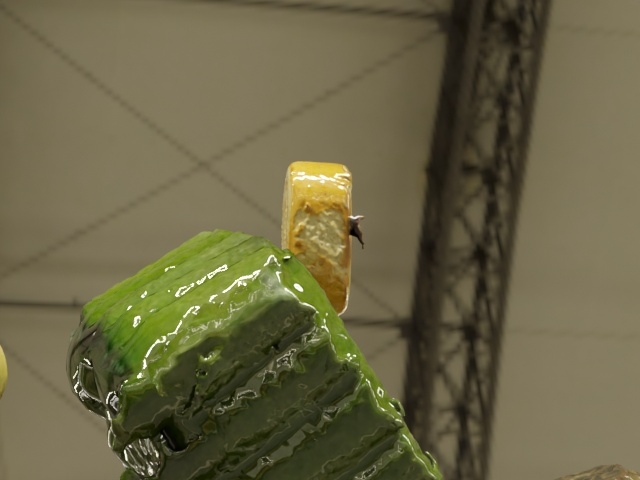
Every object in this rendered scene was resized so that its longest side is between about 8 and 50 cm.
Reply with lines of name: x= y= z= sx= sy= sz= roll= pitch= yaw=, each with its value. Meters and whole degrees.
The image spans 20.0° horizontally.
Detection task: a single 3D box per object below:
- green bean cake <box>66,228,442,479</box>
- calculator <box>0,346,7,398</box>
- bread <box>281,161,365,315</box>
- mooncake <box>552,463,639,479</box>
green bean cake: x=-0.057 y=0.173 z=1.496 sx=0.218 sy=0.319 sz=0.335 roll=-32 pitch=-82 yaw=-11
calculator: x=-0.292 y=0.116 z=1.075 sx=0.157 sy=0.033 sz=0.236 roll=36 pitch=-93 yaw=-4
bread: x=0.000 y=0.000 z=1.726 sx=0.073 sy=0.149 sz=0.122 roll=2 pitch=-6 yaw=-5
mooncake: x=0.301 y=0.360 z=2.171 sx=0.228 sy=0.228 sz=0.124 roll=-31 pitch=-88 yaw=26
